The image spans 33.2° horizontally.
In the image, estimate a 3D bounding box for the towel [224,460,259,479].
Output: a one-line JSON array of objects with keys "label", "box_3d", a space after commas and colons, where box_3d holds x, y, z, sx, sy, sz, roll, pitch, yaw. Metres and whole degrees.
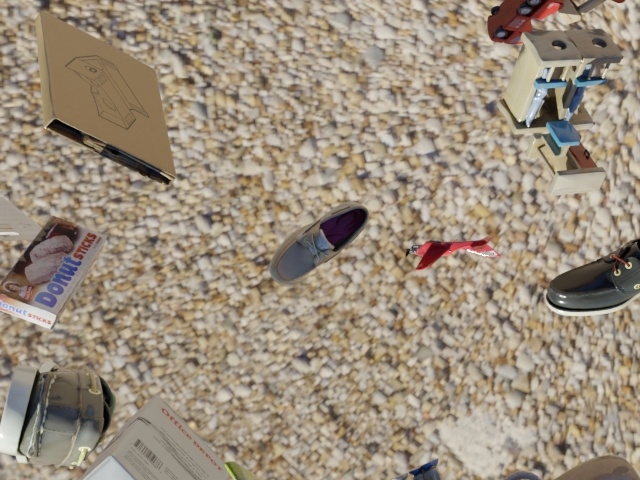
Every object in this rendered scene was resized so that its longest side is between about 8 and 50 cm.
[{"label": "towel", "box_3d": [-0.029, 0.171, 0.627, 0.009, 0.060, 0.083, -32, 52, 1]}]

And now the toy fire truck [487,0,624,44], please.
[{"label": "toy fire truck", "box_3d": [0.344, -0.344, 1.554, 0.192, 0.135, 0.047, 137, 134, -56]}]

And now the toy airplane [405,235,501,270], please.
[{"label": "toy airplane", "box_3d": [0.199, 0.013, 1.625, 0.151, 0.151, 0.028, -3, 105, 17]}]

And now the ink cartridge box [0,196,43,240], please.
[{"label": "ink cartridge box", "box_3d": [-0.458, -0.014, 1.433, 0.179, 0.145, 0.045, 32, 116, 45]}]

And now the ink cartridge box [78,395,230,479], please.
[{"label": "ink cartridge box", "box_3d": [-0.208, 0.306, 1.348, 0.087, 0.208, 0.153, -42, 94, 13]}]

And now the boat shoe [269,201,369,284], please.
[{"label": "boat shoe", "box_3d": [0.000, 0.000, 1.530, 0.170, 0.059, 0.063, -41, 99, -14]}]

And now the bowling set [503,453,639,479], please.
[{"label": "bowling set", "box_3d": [0.163, 0.227, 0.540, 0.154, 0.200, 0.287, -23, 61, -9]}]

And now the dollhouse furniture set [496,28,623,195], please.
[{"label": "dollhouse furniture set", "box_3d": [0.345, -0.174, 1.435, 0.128, 0.184, 0.129, -6, 139, -18]}]

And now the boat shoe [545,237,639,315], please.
[{"label": "boat shoe", "box_3d": [0.227, 0.019, 0.782, 0.133, 0.049, 0.042, -15, 130, 6]}]

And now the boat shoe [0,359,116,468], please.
[{"label": "boat shoe", "box_3d": [-0.257, 0.179, 1.088, 0.091, 0.305, 0.109, 11, 80, -6]}]

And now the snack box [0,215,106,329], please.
[{"label": "snack box", "box_3d": [-0.274, 0.029, 1.098, 0.064, 0.178, 0.022, 22, 116, -5]}]

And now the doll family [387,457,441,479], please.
[{"label": "doll family", "box_3d": [0.112, 0.465, 1.688, 0.263, 0.118, 0.163, -31, 77, 34]}]

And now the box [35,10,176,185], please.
[{"label": "box", "box_3d": [-0.247, -0.164, 1.227, 0.021, 0.164, 0.201, -42, 43, 26]}]
